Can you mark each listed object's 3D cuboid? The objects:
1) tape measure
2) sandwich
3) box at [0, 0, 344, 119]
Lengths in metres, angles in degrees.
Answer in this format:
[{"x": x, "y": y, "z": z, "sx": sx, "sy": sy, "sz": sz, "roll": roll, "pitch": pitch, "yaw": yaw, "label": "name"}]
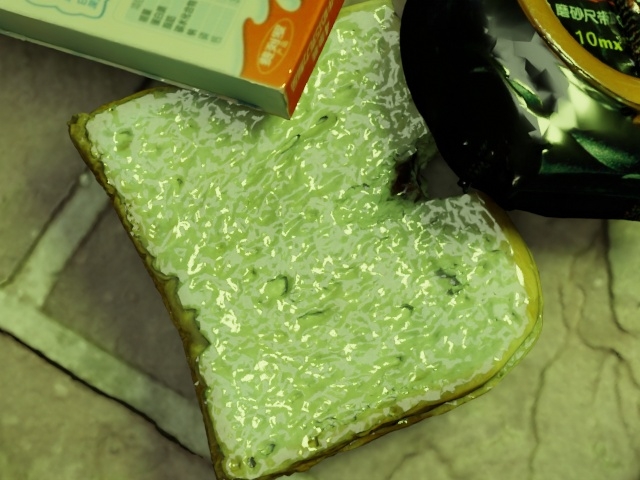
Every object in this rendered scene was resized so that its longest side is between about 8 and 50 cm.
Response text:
[{"x": 0.152, "y": -0.114, "z": 0.772, "sx": 0.202, "sy": 0.135, "sz": 0.222, "roll": 3, "pitch": 64, "yaw": -27, "label": "tape measure"}, {"x": 0.000, "y": 0.000, "z": 0.818, "sx": 0.249, "sy": 0.095, "sz": 0.273, "roll": -24, "pitch": 82, "yaw": -3, "label": "sandwich"}, {"x": -0.090, "y": -0.235, "z": 0.822, "sx": 0.265, "sy": 0.048, "sz": 0.273, "roll": 19, "pitch": 71, "yaw": 15, "label": "box"}]
